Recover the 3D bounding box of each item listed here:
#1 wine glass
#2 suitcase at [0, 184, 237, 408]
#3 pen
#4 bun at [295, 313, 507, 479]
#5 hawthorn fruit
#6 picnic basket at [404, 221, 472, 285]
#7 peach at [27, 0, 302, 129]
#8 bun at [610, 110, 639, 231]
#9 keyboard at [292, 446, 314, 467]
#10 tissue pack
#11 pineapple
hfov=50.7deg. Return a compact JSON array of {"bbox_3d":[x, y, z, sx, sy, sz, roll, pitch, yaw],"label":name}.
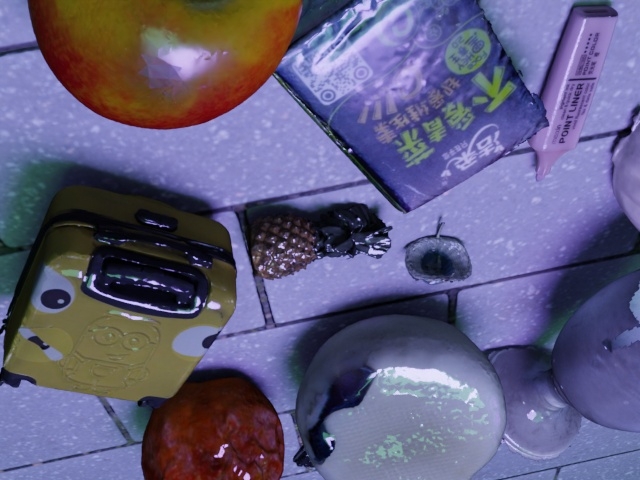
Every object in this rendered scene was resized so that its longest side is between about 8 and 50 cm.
[{"bbox_3d":[0.364,0.164,0.860,0.190,0.191,0.357,7,154,-20],"label":"wine glass"},{"bbox_3d":[-0.206,0.057,0.689,0.193,0.143,0.235,17,130,-28],"label":"suitcase"},{"bbox_3d":[0.246,-0.137,0.680,0.053,0.032,0.197,-6,135,-8],"label":"pen"},{"bbox_3d":[0.105,0.208,0.914,0.283,0.179,0.284,1,119,2],"label":"bun"},{"bbox_3d":[-0.139,0.315,0.902,0.207,0.243,0.208,-7,134,-7],"label":"hawthorn fruit"},{"bbox_3d":[0.143,0.025,0.802,0.083,0.065,0.083,2,152,-9],"label":"picnic basket"},{"bbox_3d":[-0.114,-0.176,0.491,0.190,0.192,0.190,-11,109,-35],"label":"peach"},{"bbox_3d":[0.468,-0.059,0.715,0.262,0.175,0.263,-8,137,-8],"label":"bun"},{"bbox_3d":[0.068,0.382,1.183,0.231,0.023,0.072,10,134,-23],"label":"keyboard"},{"bbox_3d":[0.079,-0.142,0.603,0.173,0.073,0.235,-32,134,19],"label":"tissue pack"},{"bbox_3d":[0.000,0.000,0.738,0.159,0.074,0.074,-9,137,-12],"label":"pineapple"}]
